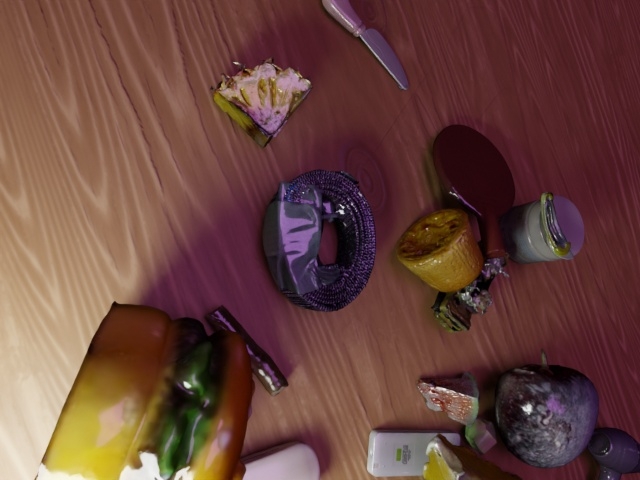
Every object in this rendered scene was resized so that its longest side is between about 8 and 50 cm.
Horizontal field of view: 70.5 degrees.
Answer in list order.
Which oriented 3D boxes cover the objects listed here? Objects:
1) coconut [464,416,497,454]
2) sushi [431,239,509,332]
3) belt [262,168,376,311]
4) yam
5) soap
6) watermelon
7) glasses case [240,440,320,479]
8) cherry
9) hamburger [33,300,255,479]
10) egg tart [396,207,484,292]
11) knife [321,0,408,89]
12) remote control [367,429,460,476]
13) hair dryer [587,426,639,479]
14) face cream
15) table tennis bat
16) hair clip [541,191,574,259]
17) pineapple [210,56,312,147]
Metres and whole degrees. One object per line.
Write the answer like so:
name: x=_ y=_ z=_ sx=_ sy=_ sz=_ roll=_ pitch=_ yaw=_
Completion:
coconut: x=0.409 y=0.494 z=1.157 sx=0.081 sy=0.082 sz=0.083 roll=-44 pitch=131 yaw=-7
sushi: x=0.411 y=0.123 z=1.191 sx=0.139 sy=0.131 sz=0.291 roll=48 pitch=58 yaw=-10
belt: x=0.000 y=0.000 z=1.044 sx=0.260 sy=0.122 sz=0.324 roll=4 pitch=83 yaw=-29
yam: x=-0.156 y=0.239 z=0.976 sx=0.057 sy=0.057 sz=0.241 roll=-41 pitch=100 yaw=-22
soap: x=0.409 y=0.567 z=1.064 sx=0.339 sy=0.169 sz=0.304 roll=-8 pitch=113 yaw=-23
watermelon: x=0.331 y=0.400 z=1.128 sx=0.158 sy=0.121 sz=0.097 roll=4 pitch=102 yaw=-18
glasses case: x=-0.142 y=0.506 z=0.929 sx=0.297 sy=0.075 sz=0.113 roll=-9 pitch=85 yaw=-24
cherry: x=0.574 y=0.432 z=1.164 sx=0.255 sy=0.218 sz=0.296 roll=2 pitch=95 yaw=-26
hamburger: x=-0.264 y=0.297 z=0.752 sx=0.278 sy=0.396 sz=0.395 roll=20 pitch=75 yaw=-17
egg tart: x=0.310 y=0.029 z=1.138 sx=0.147 sy=0.203 sz=0.202 roll=47 pitch=68 yaw=-23
knife: x=0.133 y=-0.549 z=1.235 sx=0.336 sy=0.043 sz=0.081 roll=43 pitch=62 yaw=-18
remote control: x=0.232 y=0.517 z=1.104 sx=0.250 sy=0.034 sz=0.103 roll=9 pitch=79 yaw=-22
hair dryer: x=0.843 y=0.734 z=1.308 sx=0.301 sy=0.121 sz=0.361 roll=28 pitch=82 yaw=-25
face cream: x=0.622 y=-0.027 z=1.287 sx=0.177 sy=0.153 sz=0.177 roll=4 pitch=80 yaw=-24
table tennis bat: x=0.428 y=-0.146 z=1.222 sx=0.268 sy=0.051 sz=0.414 roll=9 pitch=60 yaw=-23
hair clip: x=0.606 y=-0.035 z=1.179 sx=0.060 sy=0.033 sz=0.188 roll=-18 pitch=91 yaw=-23
pineapple: x=-0.131 y=-0.318 z=1.054 sx=0.236 sy=0.114 sz=0.186 roll=-11 pitch=87 yaw=-14
